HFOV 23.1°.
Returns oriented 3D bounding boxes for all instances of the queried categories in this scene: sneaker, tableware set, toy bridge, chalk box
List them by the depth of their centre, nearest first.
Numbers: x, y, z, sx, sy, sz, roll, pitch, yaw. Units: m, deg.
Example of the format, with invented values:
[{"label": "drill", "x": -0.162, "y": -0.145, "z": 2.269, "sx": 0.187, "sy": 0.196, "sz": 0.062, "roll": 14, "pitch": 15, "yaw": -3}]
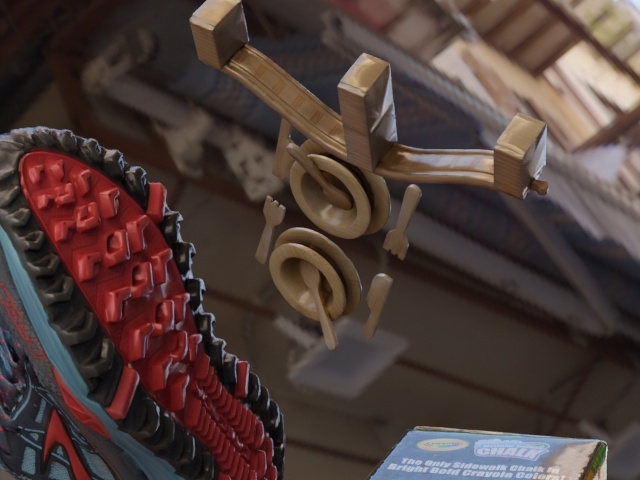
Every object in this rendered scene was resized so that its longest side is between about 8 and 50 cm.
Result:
[{"label": "sneaker", "x": -0.108, "y": 0.063, "z": 0.665, "sx": 0.125, "sy": 0.104, "sz": 0.262, "roll": -6, "pitch": -44, "yaw": 17}, {"label": "toy bridge", "x": 0.024, "y": -0.059, "z": 0.743, "sx": 0.026, "sy": 0.188, "sz": 0.063, "roll": -53, "pitch": -25, "yaw": -27}, {"label": "tableware set", "x": 0.000, "y": 0.000, "z": 1.221, "sx": 0.039, "sy": 0.128, "sz": 0.194, "roll": -43, "pitch": -21, "yaw": -36}, {"label": "chalk box", "x": 0.134, "y": 0.265, "z": 1.269, "sx": 0.289, "sy": 0.180, "sz": 0.179, "roll": -34, "pitch": -57, "yaw": -64}]
